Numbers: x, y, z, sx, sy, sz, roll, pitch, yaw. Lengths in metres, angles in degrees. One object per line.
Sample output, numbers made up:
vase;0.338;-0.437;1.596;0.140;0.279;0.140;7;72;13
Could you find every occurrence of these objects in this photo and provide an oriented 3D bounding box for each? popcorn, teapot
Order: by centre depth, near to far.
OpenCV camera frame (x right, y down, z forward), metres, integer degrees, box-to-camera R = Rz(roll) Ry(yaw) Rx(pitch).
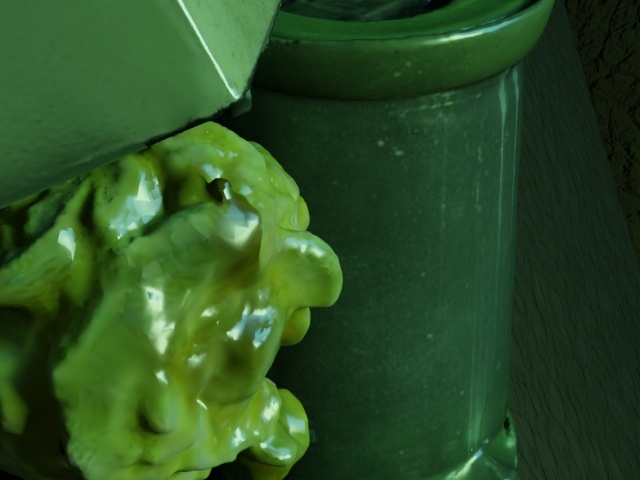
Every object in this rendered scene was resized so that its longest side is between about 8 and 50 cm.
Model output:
popcorn;-0.085;0.034;0.787;0.167;0.187;0.185;177;-94;-81
teapot;0.000;0.000;0.965;0.200;0.270;0.337;-32;130;-45

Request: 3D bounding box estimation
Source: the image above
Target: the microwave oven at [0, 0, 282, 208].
microwave oven;-0.170;-0.226;0.729;0.333;0.247;0.394;62;22;-25
